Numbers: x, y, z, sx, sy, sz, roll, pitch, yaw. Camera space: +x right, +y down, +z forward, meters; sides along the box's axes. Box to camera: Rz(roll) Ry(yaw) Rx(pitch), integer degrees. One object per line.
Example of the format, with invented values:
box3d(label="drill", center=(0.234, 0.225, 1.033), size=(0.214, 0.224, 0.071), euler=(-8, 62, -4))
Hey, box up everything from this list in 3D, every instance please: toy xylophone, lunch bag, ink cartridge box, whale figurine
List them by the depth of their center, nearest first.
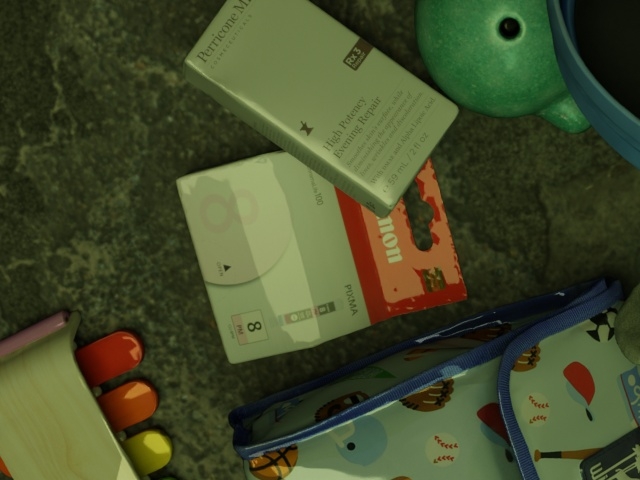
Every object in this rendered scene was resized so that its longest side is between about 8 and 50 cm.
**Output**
box3d(label="whale figurine", center=(0.216, -0.196, 1.662), size=(0.272, 0.141, 0.216), euler=(-3, 101, 9))
box3d(label="lunch bag", center=(0.150, 0.242, 1.731), size=(0.385, 0.239, 0.328), euler=(-21, 97, -3))
box3d(label="ink cartridge box", center=(0.000, 0.000, 1.792), size=(0.232, 0.066, 0.189), euler=(-13, 99, 17))
box3d(label="toy xylophone", center=(-0.250, 0.239, 1.876), size=(0.236, 0.081, 0.323), euler=(-18, 98, 14))

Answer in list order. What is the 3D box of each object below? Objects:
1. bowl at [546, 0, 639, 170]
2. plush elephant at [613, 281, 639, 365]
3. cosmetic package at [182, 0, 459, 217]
box3d(label="bowl", center=(0.372, -0.180, 1.546), size=(0.391, 0.391, 0.077), euler=(15, 147, 7))
box3d(label="plush elephant", center=(0.407, 0.055, 1.618), size=(0.272, 0.255, 0.330), euler=(-45, 134, 9))
box3d(label="cosmetic package", center=(-0.001, -0.134, 1.729), size=(0.231, 0.085, 0.117), euler=(34, 82, 0))
